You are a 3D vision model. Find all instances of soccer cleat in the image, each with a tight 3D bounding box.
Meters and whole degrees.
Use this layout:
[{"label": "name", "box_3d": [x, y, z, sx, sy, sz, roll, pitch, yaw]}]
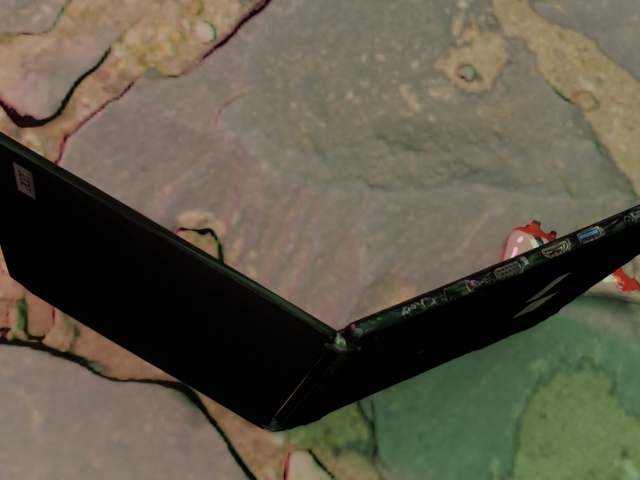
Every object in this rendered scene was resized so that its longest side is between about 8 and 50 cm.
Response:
[{"label": "soccer cleat", "box_3d": [0.140, 0.020, 0.725, 0.083, 0.029, 0.035, 28, 80, 3]}]

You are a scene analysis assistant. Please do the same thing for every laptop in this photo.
[{"label": "laptop", "box_3d": [0.000, 0.000, 0.598, 0.264, 0.234, 0.136, -22, 79, -14]}]
